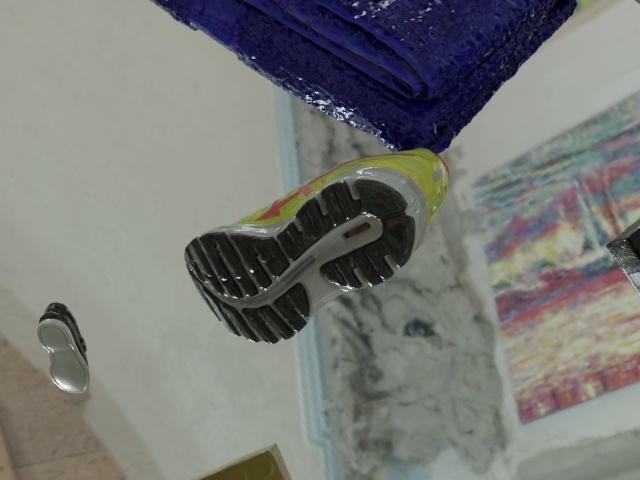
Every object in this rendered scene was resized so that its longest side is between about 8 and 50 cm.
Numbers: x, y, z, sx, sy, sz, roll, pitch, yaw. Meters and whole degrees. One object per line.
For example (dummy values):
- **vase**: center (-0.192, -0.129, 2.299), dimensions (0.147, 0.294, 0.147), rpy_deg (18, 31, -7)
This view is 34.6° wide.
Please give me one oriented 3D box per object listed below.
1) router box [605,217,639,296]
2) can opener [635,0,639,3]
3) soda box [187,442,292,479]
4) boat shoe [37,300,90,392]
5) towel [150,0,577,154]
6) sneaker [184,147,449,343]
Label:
- **router box**: center (0.424, 0.009, 1.150), dimensions (0.179, 0.046, 0.133), rpy_deg (-34, -89, -20)
- **can opener**: center (0.231, -0.198, 0.506), dimensions (0.093, 0.280, 0.074), rpy_deg (-15, -114, -12)
- **soda box**: center (-0.120, 0.282, 1.103), dimensions (0.058, 0.181, 0.061), rpy_deg (35, -149, -83)
- **boat shoe**: center (-0.277, 0.118, 1.118), dimensions (0.038, 0.046, 0.125), rpy_deg (-87, -10, -45)
- **towel**: center (0.012, -0.207, 0.714), dimensions (0.308, 0.076, 0.228), rpy_deg (35, -115, 18)
- **sneaker**: center (0.000, 0.000, 0.637), dimensions (0.094, 0.208, 0.081), rpy_deg (-42, -74, -45)
